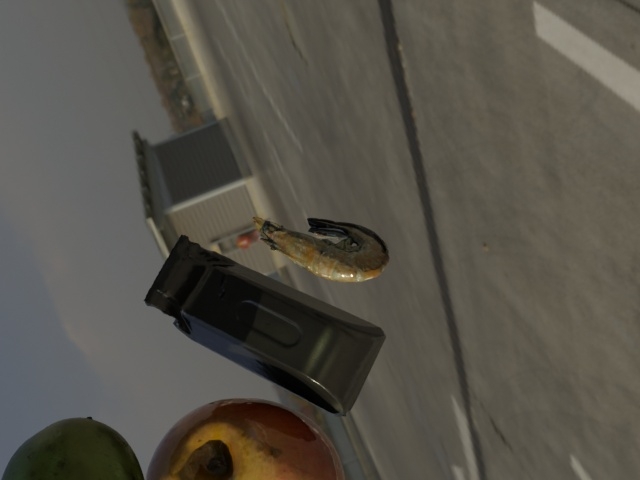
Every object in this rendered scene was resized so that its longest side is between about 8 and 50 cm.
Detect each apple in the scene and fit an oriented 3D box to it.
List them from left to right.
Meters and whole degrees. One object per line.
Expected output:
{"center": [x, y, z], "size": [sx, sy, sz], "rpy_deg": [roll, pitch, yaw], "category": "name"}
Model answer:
{"center": [-0.141, 0.449, 1.448], "size": [0.364, 0.364, 0.364], "rpy_deg": [158, 90, -86], "category": "apple"}

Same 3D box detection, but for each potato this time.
{"center": [-0.344, 0.401, 1.156], "size": [0.216, 0.216, 0.304], "rpy_deg": [77, 168, -62], "category": "potato"}

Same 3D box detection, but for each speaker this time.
{"center": [-0.097, 0.151, 1.472], "size": [0.388, 0.180, 0.184], "rpy_deg": [23, 168, 17], "category": "speaker"}

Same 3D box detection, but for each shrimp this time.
{"center": [0.000, 0.000, 1.212], "size": [0.223, 0.126, 0.047], "rpy_deg": [23, 133, 25], "category": "shrimp"}
